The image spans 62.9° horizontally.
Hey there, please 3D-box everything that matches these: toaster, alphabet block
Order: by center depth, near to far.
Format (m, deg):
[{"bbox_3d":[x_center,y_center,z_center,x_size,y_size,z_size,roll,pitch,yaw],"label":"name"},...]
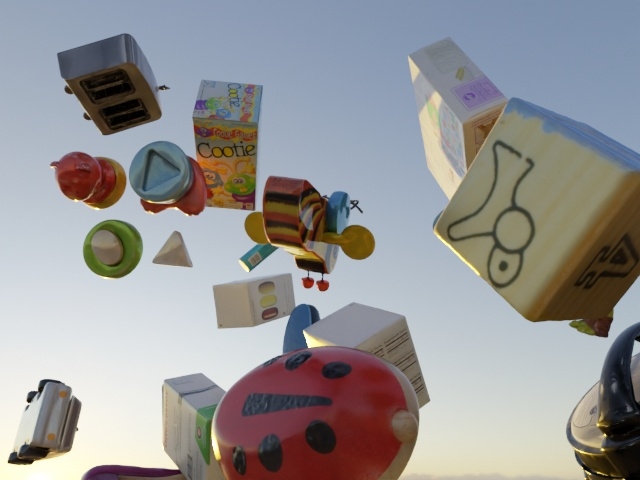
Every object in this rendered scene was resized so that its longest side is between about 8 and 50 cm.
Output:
[{"bbox_3d":[0.297,-0.034,0.650,0.193,0.192,0.197,5,-57,-35],"label":"alphabet block"},{"bbox_3d":[-0.434,-0.331,1.116,0.185,0.110,0.168,-18,-32,-3],"label":"toaster"}]

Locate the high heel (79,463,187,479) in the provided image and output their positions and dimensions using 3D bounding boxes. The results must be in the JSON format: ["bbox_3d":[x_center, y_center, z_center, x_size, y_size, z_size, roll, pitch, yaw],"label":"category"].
[{"bbox_3d":[-0.433,0.642,1.392,0.377,0.127,0.181,18,-8,-29],"label":"high heel"}]

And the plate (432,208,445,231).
[{"bbox_3d":[0.441,-0.062,1.626,0.188,0.188,0.024,-14,-56,25],"label":"plate"}]

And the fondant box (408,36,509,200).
[{"bbox_3d":[0.290,-0.205,1.074,0.096,0.238,0.330,-24,-39,3],"label":"fondant box"}]

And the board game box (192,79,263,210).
[{"bbox_3d":[-0.215,-0.219,1.244,0.142,0.144,0.275,4,-40,-5],"label":"board game box"}]

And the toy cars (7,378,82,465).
[{"bbox_3d":[-0.422,0.354,0.764,0.087,0.176,0.394,20,-76,-29],"label":"toy cars"}]

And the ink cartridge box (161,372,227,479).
[{"bbox_3d":[-0.300,0.490,1.348,0.121,0.211,0.289,-3,9,-37],"label":"ink cartridge box"}]

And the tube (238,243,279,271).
[{"bbox_3d":[-0.163,0.016,1.638,0.052,0.207,0.080,33,-28,33],"label":"tube"}]

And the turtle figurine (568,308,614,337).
[{"bbox_3d":[0.402,0.016,0.770,0.087,0.269,0.217,0,-66,-37],"label":"turtle figurine"}]

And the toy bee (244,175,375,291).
[{"bbox_3d":[0.000,0.000,0.802,0.195,0.162,0.298,8,1,40],"label":"toy bee"}]

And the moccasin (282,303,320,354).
[{"bbox_3d":[-0.026,0.339,1.360,0.116,0.342,0.137,14,-22,-36],"label":"moccasin"}]

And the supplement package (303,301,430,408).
[{"bbox_3d":[0.096,0.266,1.124,0.149,0.203,0.194,-25,15,-27],"label":"supplement package"}]

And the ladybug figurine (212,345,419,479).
[{"bbox_3d":[-0.036,0.308,0.889,0.449,0.305,0.162,-23,-52,40],"label":"ladybug figurine"}]

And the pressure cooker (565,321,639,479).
[{"bbox_3d":[0.625,0.330,0.838,0.375,0.420,0.370,-39,-8,4],"label":"pressure cooker"}]

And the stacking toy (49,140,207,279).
[{"bbox_3d":[-0.404,-0.069,1.090,0.308,0.280,0.130,-5,-10,9],"label":"stacking toy"}]

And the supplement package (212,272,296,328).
[{"bbox_3d":[-0.200,0.185,1.624,0.133,0.139,0.244,-8,0,29],"label":"supplement package"}]
